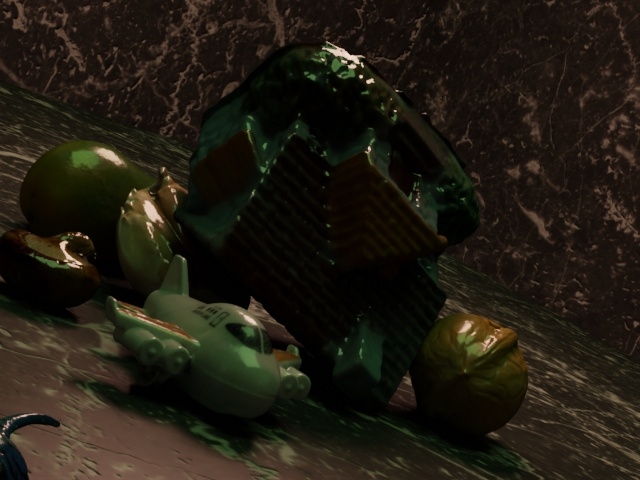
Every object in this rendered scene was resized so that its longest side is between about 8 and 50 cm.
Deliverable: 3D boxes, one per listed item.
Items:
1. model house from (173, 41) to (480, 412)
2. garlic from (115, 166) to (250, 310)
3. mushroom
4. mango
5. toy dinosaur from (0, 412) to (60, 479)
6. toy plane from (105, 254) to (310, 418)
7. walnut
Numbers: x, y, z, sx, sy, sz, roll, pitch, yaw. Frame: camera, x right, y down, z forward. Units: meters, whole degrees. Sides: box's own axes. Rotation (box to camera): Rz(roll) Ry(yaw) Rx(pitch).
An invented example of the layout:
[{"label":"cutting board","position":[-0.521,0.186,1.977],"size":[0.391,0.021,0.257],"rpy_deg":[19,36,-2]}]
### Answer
[{"label":"model house","position":[0.000,0.000,1.805],"size":[0.360,0.297,0.339],"rpy_deg":[47,28,-25]},{"label":"garlic","position":[-0.187,0.025,1.898],"size":[0.217,0.110,0.228],"rpy_deg":[32,29,-40]},{"label":"mushroom","position":[-0.306,0.026,1.653],"size":[0.127,0.087,0.127],"rpy_deg":[23,3,-1]},{"label":"mango","position":[-0.289,-0.042,1.970],"size":[0.114,0.156,0.251],"rpy_deg":[3,-15,38]},{"label":"toy dinosaur","position":[-0.243,0.150,0.975],"size":[0.144,0.076,0.329],"rpy_deg":[28,8,-13]},{"label":"toy plane","position":[-0.119,0.104,1.539],"size":[0.245,0.117,0.244],"rpy_deg":[23,5,-2]},{"label":"walnut","position":[0.189,0.170,1.883],"size":[0.159,0.159,0.207],"rpy_deg":[24,2,12]}]
